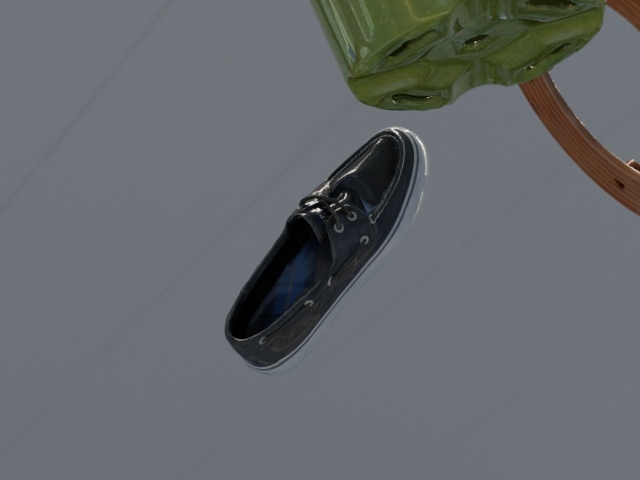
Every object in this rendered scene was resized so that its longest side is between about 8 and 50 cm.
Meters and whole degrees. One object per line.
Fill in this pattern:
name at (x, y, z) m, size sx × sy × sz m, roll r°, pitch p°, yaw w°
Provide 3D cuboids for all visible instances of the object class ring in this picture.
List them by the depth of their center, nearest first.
ring at (0.275, -0.145, 1.558) m, size 0.336 × 0.032 × 0.336 m, roll 47°, pitch -16°, yaw 18°

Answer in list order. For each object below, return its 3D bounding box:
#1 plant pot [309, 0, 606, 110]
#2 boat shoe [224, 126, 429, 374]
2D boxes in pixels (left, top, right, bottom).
plant pot at (0.071, -0.236, 1.156) m, size 0.276 × 0.254 × 0.276 m, roll -15°, pitch -15°, yaw -4°
boat shoe at (0.000, 0.000, 1.348) m, size 0.080 × 0.228 × 0.076 m, roll 38°, pitch -1°, yaw 33°
